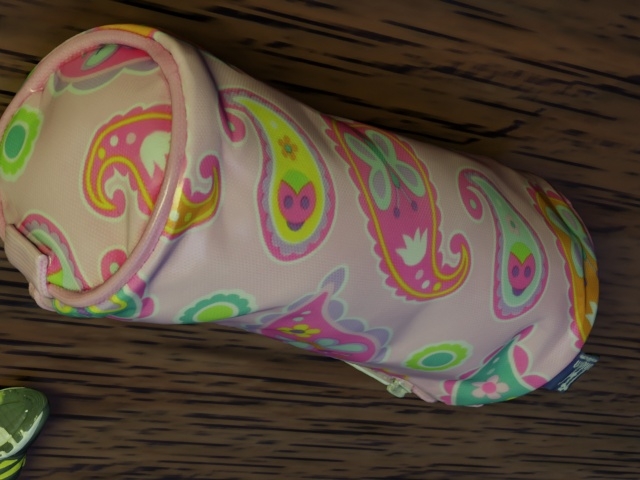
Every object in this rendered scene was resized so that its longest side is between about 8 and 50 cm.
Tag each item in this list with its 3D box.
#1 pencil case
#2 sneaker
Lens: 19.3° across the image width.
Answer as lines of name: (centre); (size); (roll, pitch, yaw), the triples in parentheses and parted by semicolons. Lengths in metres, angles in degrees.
pencil case: (0.000, 0.000, 0.789); (0.124, 0.124, 0.284); (-45, 143, 23)
sneaker: (-0.153, 0.097, 0.896); (0.083, 0.031, 0.035); (-42, 156, 27)
